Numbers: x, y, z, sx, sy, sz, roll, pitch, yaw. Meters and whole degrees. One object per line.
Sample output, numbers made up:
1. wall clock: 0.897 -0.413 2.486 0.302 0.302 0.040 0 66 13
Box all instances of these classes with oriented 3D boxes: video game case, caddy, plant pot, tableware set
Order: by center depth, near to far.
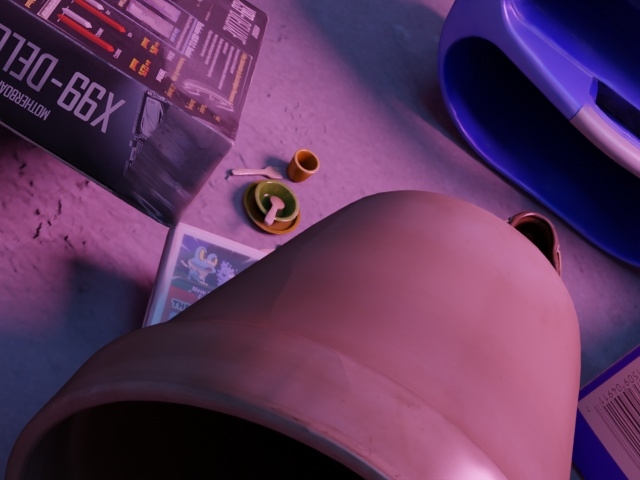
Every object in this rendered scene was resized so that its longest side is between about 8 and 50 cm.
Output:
1. plant pot: 0.024 0.125 0.986 0.323 0.323 0.280 40 46 -3
2. video game case: -0.031 0.103 1.131 0.201 0.023 0.183 20 66 -16
3. tableware set: 0.000 0.000 1.254 0.104 0.024 0.154 -4 62 -35
4. caddy: 0.261 -0.118 1.356 0.341 0.241 0.179 36 43 -6

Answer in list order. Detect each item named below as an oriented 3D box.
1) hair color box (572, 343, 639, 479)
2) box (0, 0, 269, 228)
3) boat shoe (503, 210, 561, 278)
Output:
1. hair color box: 0.355 0.081 1.316 0.339 0.185 0.110 -26 76 -40
2. box: -0.163 -0.152 1.129 0.242 0.076 0.307 32 20 -11
3. boat shoe: 0.134 0.068 1.211 0.095 0.095 0.257 25 37 -12
